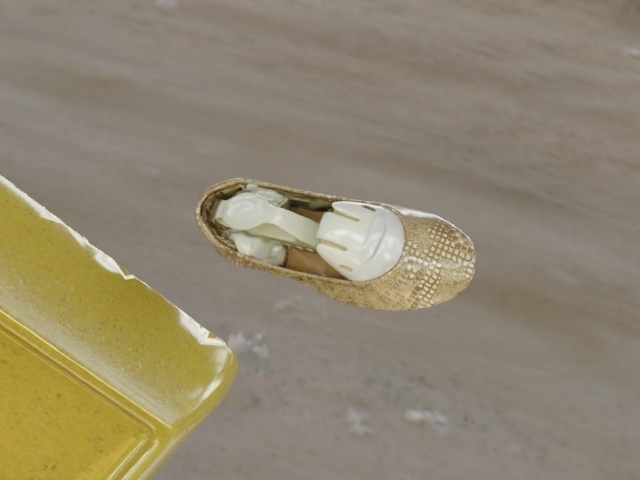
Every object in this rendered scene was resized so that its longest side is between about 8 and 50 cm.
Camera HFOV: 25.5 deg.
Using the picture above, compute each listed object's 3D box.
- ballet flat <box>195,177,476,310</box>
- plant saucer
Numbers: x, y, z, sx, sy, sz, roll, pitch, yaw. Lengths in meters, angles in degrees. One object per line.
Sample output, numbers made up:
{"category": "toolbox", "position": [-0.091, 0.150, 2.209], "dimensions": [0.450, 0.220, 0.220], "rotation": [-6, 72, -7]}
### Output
{"category": "ballet flat", "position": [0.000, 0.000, 0.917], "dimensions": [0.206, 0.073, 0.067], "rotation": [7, -14, 33]}
{"category": "plant saucer", "position": [-0.253, 0.128, 0.853], "dimensions": [0.333, 0.333, 0.081], "rotation": [40, 3, -31]}
